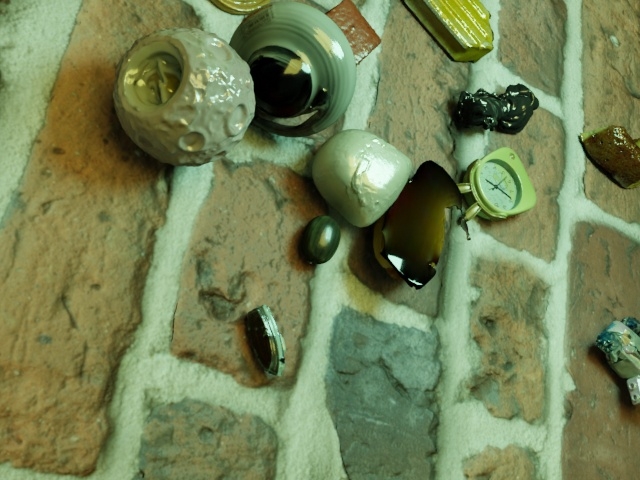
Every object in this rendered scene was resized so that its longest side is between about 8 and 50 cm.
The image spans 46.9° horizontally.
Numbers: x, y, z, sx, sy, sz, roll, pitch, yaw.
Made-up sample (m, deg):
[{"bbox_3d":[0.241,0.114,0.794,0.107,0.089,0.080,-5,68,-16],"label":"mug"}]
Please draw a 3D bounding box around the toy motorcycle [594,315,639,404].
[{"bbox_3d":[0.761,0.296,1.853,0.204,0.108,0.239,17,42,-30],"label":"toy motorcycle"}]

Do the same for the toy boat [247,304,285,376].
[{"bbox_3d":[-0.097,0.193,1.414,0.066,0.059,0.140,-1,71,-58],"label":"toy boat"}]

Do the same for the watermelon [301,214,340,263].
[{"bbox_3d":[0.000,0.000,1.519,0.078,0.078,0.111,26,63,-21],"label":"watermelon"}]

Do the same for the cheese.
[{"bbox_3d":[0.078,-0.144,1.564,0.189,0.154,0.198,44,61,-14],"label":"cheese"}]

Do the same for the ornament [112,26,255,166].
[{"bbox_3d":[-0.243,-0.260,1.361,0.225,0.259,0.259,27,54,-65],"label":"ornament"}]

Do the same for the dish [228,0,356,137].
[{"bbox_3d":[-0.078,-0.315,1.444,0.273,0.273,0.134,46,33,-9],"label":"dish"}]

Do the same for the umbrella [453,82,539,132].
[{"bbox_3d":[0.462,-0.335,1.888,0.272,0.110,0.122,-14,81,-37],"label":"umbrella"}]

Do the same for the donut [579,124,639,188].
[{"bbox_3d":[0.881,-0.238,2.092,0.295,0.112,0.151,6,69,-27],"label":"donut"}]

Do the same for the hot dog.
[{"bbox_3d":[0.210,-0.017,1.626,0.194,0.107,0.326,44,51,2],"label":"hot dog"}]

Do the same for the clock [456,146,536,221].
[{"bbox_3d":[0.415,-0.125,1.808,0.232,0.069,0.170,-21,86,-32],"label":"clock"}]

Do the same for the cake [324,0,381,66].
[{"bbox_3d":[0.001,-0.406,1.594,0.283,0.177,0.151,-43,97,-32],"label":"cake"}]

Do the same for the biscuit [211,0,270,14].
[{"bbox_3d":[-0.181,-0.634,1.646,0.202,0.044,0.289,23,66,-22],"label":"biscuit"}]

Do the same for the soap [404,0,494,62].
[{"bbox_3d":[0.348,-0.580,1.911,0.257,0.080,0.160,48,58,-9],"label":"soap"}]
